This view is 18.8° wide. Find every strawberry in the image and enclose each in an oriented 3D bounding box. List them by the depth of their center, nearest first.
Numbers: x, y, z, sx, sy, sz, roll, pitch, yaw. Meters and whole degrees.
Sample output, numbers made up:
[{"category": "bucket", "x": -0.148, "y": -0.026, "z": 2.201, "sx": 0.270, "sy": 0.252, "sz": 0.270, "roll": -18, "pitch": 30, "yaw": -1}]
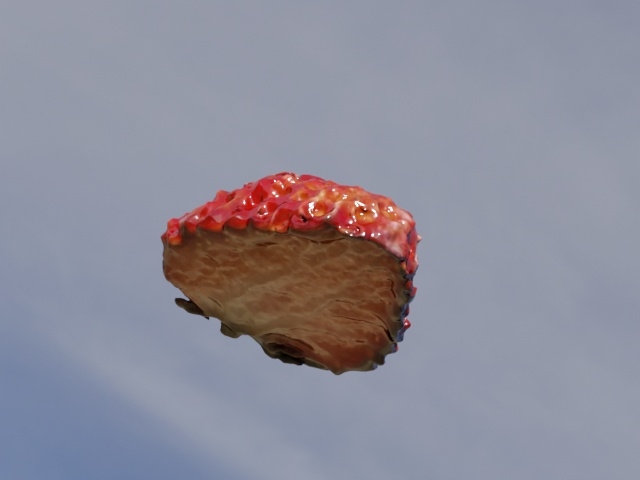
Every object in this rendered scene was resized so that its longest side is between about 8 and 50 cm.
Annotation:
[{"category": "strawberry", "x": 0.000, "y": 0.000, "z": 1.399, "sx": 0.190, "sy": 0.111, "sz": 0.236, "roll": 34, "pitch": -31, "yaw": -17}]
